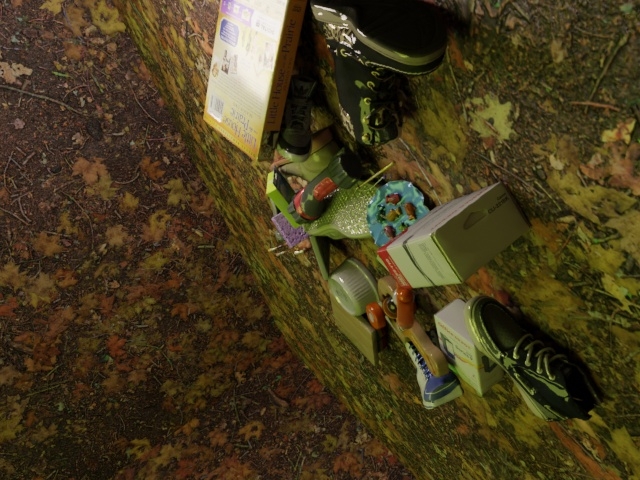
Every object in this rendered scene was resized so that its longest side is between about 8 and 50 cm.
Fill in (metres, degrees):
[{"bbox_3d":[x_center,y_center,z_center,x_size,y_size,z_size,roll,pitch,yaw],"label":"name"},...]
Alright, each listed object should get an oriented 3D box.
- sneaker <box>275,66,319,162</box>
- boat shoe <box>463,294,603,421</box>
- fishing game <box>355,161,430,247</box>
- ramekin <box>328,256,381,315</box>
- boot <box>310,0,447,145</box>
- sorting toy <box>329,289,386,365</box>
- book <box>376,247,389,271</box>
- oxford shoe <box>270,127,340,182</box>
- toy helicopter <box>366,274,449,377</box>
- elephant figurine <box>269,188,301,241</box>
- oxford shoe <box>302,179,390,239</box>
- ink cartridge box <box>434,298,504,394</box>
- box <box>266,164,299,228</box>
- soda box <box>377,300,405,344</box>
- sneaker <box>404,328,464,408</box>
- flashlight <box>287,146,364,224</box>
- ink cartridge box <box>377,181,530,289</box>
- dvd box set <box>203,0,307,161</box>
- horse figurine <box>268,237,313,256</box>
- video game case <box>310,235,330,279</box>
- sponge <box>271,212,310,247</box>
[{"bbox_3d":[-0.062,-0.338,1.480,0.153,0.101,0.269,110,162,-49],"label":"sneaker"},{"bbox_3d":[0.471,0.252,1.241,0.340,0.127,0.158,49,156,-3],"label":"boat shoe"},{"bbox_3d":[0.184,-0.055,1.389,0.189,0.041,0.264,-28,77,40],"label":"fishing game"},{"bbox_3d":[0.118,0.173,2.025,0.207,0.109,0.207,49,161,23],"label":"ramekin"},{"bbox_3d":[0.120,-0.319,1.107,0.377,0.138,0.284,44,158,45],"label":"boot"},{"bbox_3d":[0.157,0.321,2.212,0.257,0.089,0.255,44,159,35],"label":"sorting toy"},{"bbox_3d":[0.217,0.056,1.688,0.096,0.035,0.144,48,161,16],"label":"book"},{"bbox_3d":[-0.044,-0.222,1.725,0.146,0.140,0.397,54,164,-10],"label":"oxford shoe"},{"bbox_3d":[0.263,0.234,1.622,0.235,0.140,0.355,85,159,-44],"label":"toy helicopter"},{"bbox_3d":[-0.123,-0.127,2.097,0.186,0.169,0.239,-19,89,43],"label":"elephant figurine"},{"bbox_3d":[0.098,-0.077,1.637,0.449,0.130,0.169,-6,73,62],"label":"oxford shoe"},{"bbox_3d":[0.397,0.281,1.503,0.154,0.093,0.212,39,154,47],"label":"ink cartridge box"},{"bbox_3d":[-0.109,-0.134,1.721,0.178,0.042,0.109,52,-158,-34],"label":"box"},{"bbox_3d":[0.266,0.265,1.868,0.183,0.063,0.058,54,162,5],"label":"soda box"},{"bbox_3d":[0.326,0.375,1.707,0.182,0.127,0.315,63,-173,0],"label":"sneaker"},{"bbox_3d":[0.014,-0.137,1.562,0.103,0.103,0.304,31,149,-18],"label":"flashlight"},{"bbox_3d":[0.267,-0.001,1.177,0.114,0.197,0.273,56,163,-2],"label":"ink cartridge box"},{"bbox_3d":[-0.183,-0.457,1.466,0.307,0.062,0.420,40,126,40],"label":"dvd box set"},{"bbox_3d":[-0.067,0.016,2.065,0.263,0.174,0.066,-16,-90,-63],"label":"horse figurine"},{"bbox_3d":[0.000,0.000,2.003,0.193,0.023,0.212,-88,-15,-48],"label":"video game case"},{"bbox_3d":[-0.041,-0.076,1.842,0.117,0.210,0.031,59,165,-4],"label":"sponge"}]
